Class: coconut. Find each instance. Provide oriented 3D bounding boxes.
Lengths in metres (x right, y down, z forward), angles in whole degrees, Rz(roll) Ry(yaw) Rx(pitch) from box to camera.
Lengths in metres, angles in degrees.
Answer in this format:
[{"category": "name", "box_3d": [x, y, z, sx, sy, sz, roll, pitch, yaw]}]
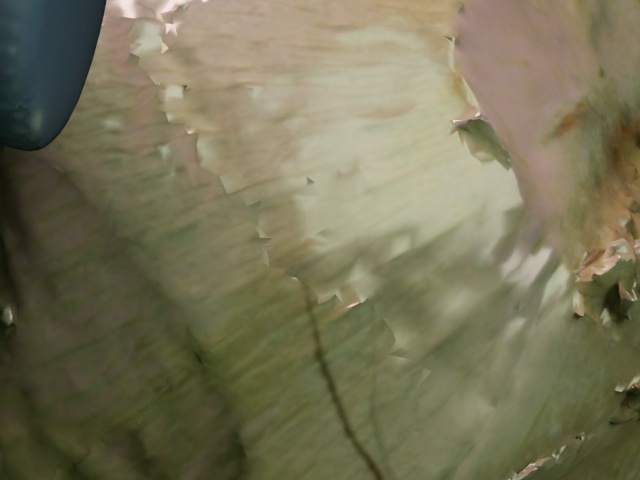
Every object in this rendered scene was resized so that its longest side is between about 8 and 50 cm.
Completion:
[{"category": "coconut", "box_3d": [0.000, 0.000, 0.594, 0.297, 0.254, 0.297, 18, 55, -27]}]

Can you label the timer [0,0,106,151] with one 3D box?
[{"category": "timer", "box_3d": [-0.237, -0.072, 0.414, 0.395, 0.173, 0.395, 5, 37, -4]}]
